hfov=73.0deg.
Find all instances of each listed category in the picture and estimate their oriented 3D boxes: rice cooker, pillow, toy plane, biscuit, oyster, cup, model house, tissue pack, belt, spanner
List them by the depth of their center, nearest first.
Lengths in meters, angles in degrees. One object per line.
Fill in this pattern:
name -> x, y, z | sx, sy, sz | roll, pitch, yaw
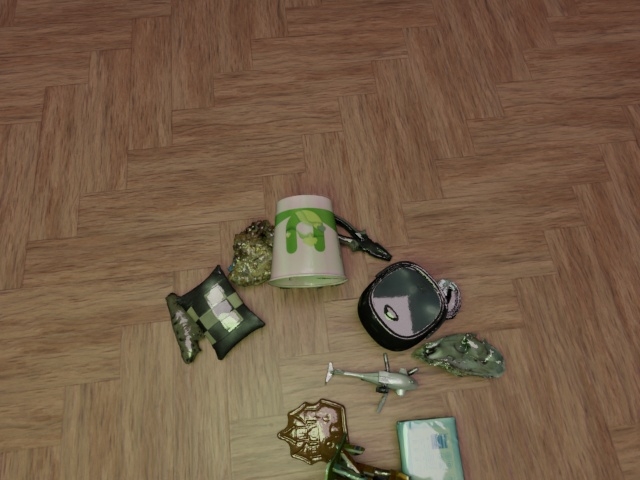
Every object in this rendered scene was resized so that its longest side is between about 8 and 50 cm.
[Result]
model house -> 0.157, 0.659, 1.071 | 0.312, 0.358, 0.243 | 6, 78, 12
tissue pack -> 0.321, 0.658, 1.257 | 0.176, 0.089, 0.264 | -4, 72, 0
biscuit -> -0.024, 0.578, 1.303 | 0.215, 0.034, 0.183 | -6, 70, -4
toy plane -> 0.161, 0.414, 1.336 | 0.272, 0.107, 0.182 | 25, 65, 12
rice cooker -> 0.251, 0.209, 1.351 | 0.266, 0.224, 0.268 | 0, 69, 0
oyster -> 0.449, 0.375, 1.366 | 0.251, 0.087, 0.199 | -24, 62, -18
pillow -> -0.320, 0.227, 1.378 | 0.185, 0.106, 0.250 | -37, 87, -4
cup -> -0.044, 0.010, 1.388 | 0.252, 0.253, 0.274 | -2, 75, -2
pillow -> -0.429, 0.271, 1.398 | 0.093, 0.051, 0.241 | -18, 69, -18
belt -> 0.415, 0.199, 1.449 | 0.105, 0.058, 0.140 | 5, 73, 6
oyster -> -0.218, 0.047, 1.472 | 0.198, 0.092, 0.259 | 44, 71, 9
spanner -> 0.106, -0.014, 1.520 | 0.324, 0.040, 0.096 | 29, 64, 4
